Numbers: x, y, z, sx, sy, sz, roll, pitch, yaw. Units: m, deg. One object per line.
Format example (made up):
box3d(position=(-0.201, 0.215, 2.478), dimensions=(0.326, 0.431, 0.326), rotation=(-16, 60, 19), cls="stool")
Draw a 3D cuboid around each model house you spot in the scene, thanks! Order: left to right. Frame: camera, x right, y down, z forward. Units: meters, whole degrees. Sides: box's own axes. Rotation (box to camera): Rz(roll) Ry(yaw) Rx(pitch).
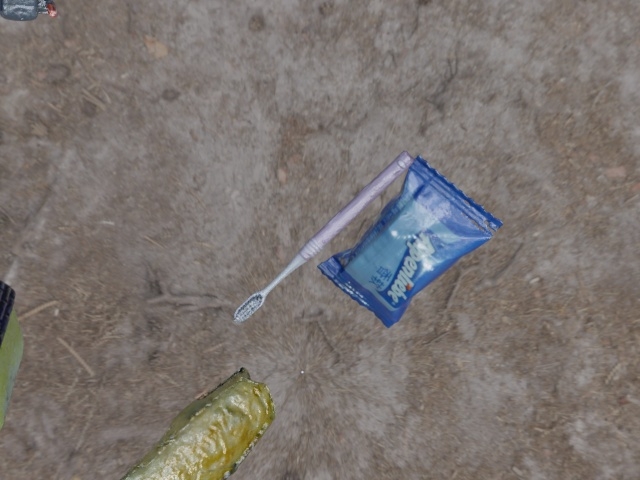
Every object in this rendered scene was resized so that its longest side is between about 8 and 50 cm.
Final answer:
box3d(position=(-0.517, 0.148, 1.009), dimensions=(0.170, 0.211, 0.194), rotation=(7, 47, -8), cls="model house")

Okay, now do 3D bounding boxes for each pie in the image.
box3d(position=(-0.179, 0.315, 1.117), dimensions=(0.282, 0.068, 0.129), rotation=(-41, 112, -32), cls="pie")

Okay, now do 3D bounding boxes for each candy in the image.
box3d(position=(0.142, 0.013, 1.280), dimensions=(0.187, 0.331, 0.077), rotation=(41, 42, 3), cls="candy")

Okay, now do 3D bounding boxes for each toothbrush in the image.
box3d(position=(0.000, 0.000, 1.067), dimensions=(0.354, 0.029, 0.024), rotation=(-43, 99, 10), cls="toothbrush")

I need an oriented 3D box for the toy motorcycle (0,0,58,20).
box3d(position=(-0.511, -0.524, 1.254), dimensions=(0.147, 0.326, 0.221), rotation=(-4, 37, -26), cls="toy motorcycle")
